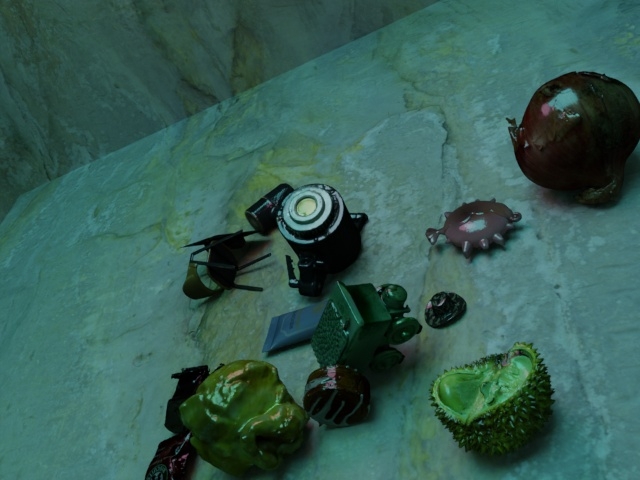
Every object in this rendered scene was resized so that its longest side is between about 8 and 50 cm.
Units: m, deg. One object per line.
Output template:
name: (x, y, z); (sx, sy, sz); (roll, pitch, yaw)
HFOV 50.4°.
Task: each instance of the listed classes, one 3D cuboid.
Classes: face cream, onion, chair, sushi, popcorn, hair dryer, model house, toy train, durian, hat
face cream: (0.014, 0.207, 1.829); (0.385, 0.086, 0.135); (-19, 32, 25)
onion: (0.657, -0.284, 1.768); (0.353, 0.354, 0.354); (-21, 33, 14)
chair: (-0.313, 0.091, 2.171); (0.247, 0.159, 0.172); (-10, 54, 32)
sushi: (-0.322, 0.015, 2.304); (0.219, 0.047, 0.231); (-16, -5, 44)
popcorn: (-0.168, 0.415, 1.561); (0.276, 0.276, 0.225); (-9, 2, 29)
hair dryer: (-0.088, -0.078, 2.320); (0.189, 0.107, 0.352); (-41, 41, -21)
model house: (-0.305, 0.401, 1.770); (0.203, 0.141, 0.164); (-8, 26, 28)
toy train: (0.108, 0.209, 1.575); (0.202, 0.266, 0.145); (-4, 47, -26)
durian: (0.344, 0.311, 1.326); (0.237, 0.176, 0.200); (-32, 41, 6)
hat: (0.303, 0.158, 1.693); (0.121, 0.050, 0.121); (-22, 29, 13)

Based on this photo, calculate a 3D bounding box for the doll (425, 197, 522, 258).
doll: (0.413, -0.041, 1.848); (0.262, 0.093, 0.211); (-18, 37, 17)

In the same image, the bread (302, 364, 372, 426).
bread: (0.038, 0.354, 1.533); (0.160, 0.160, 0.073); (-18, 40, 18)

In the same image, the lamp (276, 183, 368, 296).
lamp: (0.000, -0.044, 2.000); (0.205, 0.272, 0.374); (4, 44, 20)

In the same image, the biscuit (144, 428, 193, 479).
biscuit: (-0.366, 0.559, 1.645); (0.151, 0.063, 0.235); (-33, 32, 28)
